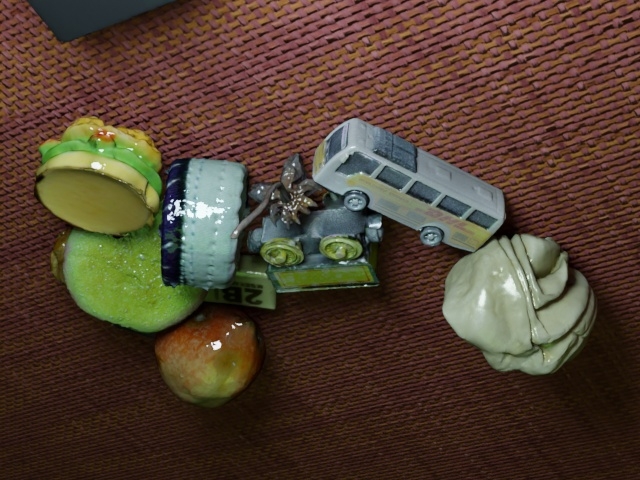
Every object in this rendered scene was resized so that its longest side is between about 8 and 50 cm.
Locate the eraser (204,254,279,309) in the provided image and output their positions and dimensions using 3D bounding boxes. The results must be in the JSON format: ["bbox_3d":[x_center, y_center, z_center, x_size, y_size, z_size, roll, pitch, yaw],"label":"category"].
[{"bbox_3d":[-0.170,0.082,2.132,0.172,0.058,0.117,7,139,3],"label":"eraser"}]

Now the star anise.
[{"bbox_3d":[-0.100,-0.078,1.764,0.148,0.219,0.227,-1,164,20],"label":"star anise"}]

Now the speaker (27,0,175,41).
[{"bbox_3d":[-0.307,-0.437,1.456,0.254,0.184,0.232,-12,135,25],"label":"speaker"}]

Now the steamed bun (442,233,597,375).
[{"bbox_3d":[0.391,0.110,1.919,0.289,0.276,0.203,36,123,-12],"label":"steamed bun"}]

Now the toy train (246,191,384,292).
[{"bbox_3d":[0.000,0.000,1.956,0.260,0.134,0.177,-5,146,17],"label":"toy train"}]

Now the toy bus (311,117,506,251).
[{"bbox_3d":[0.157,-0.091,1.842,0.342,0.097,0.138,25,135,-19],"label":"toy bus"}]

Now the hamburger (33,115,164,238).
[{"bbox_3d":[-0.384,-0.125,1.857,0.237,0.149,0.237,8,150,5],"label":"hamburger"}]

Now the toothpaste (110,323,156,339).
[{"bbox_3d":[-0.381,0.140,2.239,0.114,0.073,0.299,16,147,-8],"label":"toothpaste"}]

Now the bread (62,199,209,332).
[{"bbox_3d":[-0.343,0.043,2.023,0.301,0.045,0.301,-5,112,-11],"label":"bread"}]

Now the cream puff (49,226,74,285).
[{"bbox_3d":[-0.472,0.027,2.087,0.126,0.103,0.144,13,142,-25],"label":"cream puff"}]

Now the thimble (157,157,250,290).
[{"bbox_3d":[-0.209,-0.029,1.877,0.150,0.237,0.237,6,140,0],"label":"thimble"}]

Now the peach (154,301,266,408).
[{"bbox_3d":[-0.220,0.224,2.189,0.232,0.232,0.257,26,128,-20],"label":"peach"}]
